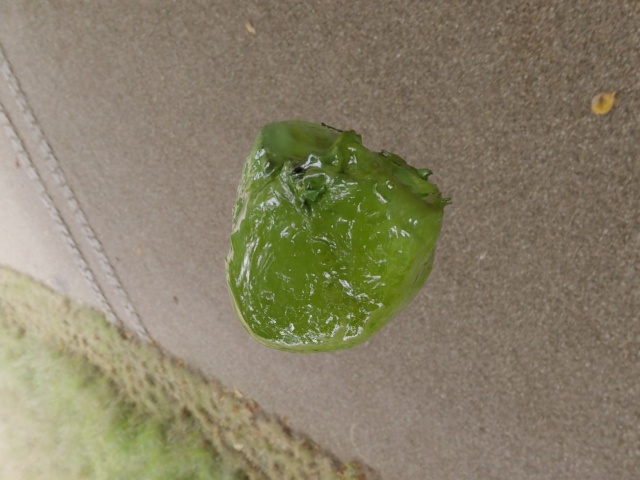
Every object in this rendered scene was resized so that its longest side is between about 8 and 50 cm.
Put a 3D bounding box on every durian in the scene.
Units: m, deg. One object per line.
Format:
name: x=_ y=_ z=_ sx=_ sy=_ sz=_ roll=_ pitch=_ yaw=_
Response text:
durian: x=0.000 y=0.000 z=0.751 sx=0.255 sy=0.205 sz=0.339 roll=-110 pitch=28 yaw=-46
